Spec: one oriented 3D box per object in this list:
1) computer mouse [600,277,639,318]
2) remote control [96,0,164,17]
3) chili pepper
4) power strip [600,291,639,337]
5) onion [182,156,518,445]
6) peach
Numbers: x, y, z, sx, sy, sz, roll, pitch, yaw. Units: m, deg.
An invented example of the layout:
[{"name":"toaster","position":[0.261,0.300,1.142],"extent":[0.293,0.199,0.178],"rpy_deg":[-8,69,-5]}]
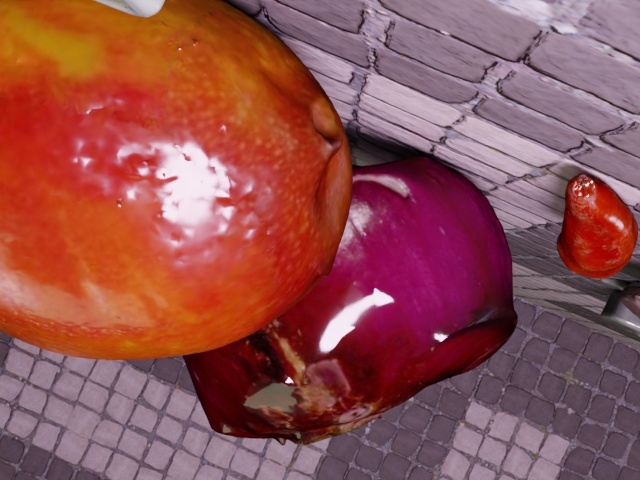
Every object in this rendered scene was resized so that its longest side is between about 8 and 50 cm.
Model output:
[{"name":"computer mouse","position":[0.458,0.121,0.949],"extent":[0.389,0.115,0.199],"rpy_deg":[21,174,44]},{"name":"remote control","position":[-0.243,-0.222,0.506],"extent":[0.335,0.065,0.128],"rpy_deg":[24,177,11]},{"name":"chili pepper","position":[0.246,-0.005,0.789],"extent":[0.071,0.063,0.272],"rpy_deg":[10,172,18]},{"name":"power strip","position":[0.567,0.152,1.328],"extent":[0.265,0.059,0.193],"rpy_deg":[24,179,7]},{"name":"onion","position":[0.000,0.000,0.998],"extent":[0.420,0.398,0.398],"rpy_deg":[68,-167,16]},{"name":"peach","position":[-0.152,-0.057,0.689],"extent":[0.373,0.372,0.290],"rpy_deg":[24,-149,-5]}]
